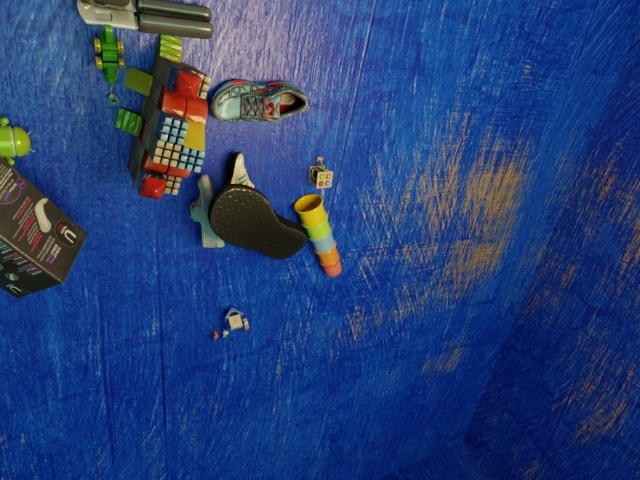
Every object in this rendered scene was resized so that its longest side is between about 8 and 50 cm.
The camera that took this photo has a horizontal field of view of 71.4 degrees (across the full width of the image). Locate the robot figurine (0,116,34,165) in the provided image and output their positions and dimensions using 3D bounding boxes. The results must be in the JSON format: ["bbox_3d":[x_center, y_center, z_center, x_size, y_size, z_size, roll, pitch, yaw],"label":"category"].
[{"bbox_3d":[-0.678,-0.209,0.945,0.115,0.067,0.101,-7,109,-28],"label":"robot figurine"}]

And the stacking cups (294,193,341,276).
[{"bbox_3d":[0.000,0.000,1.472,0.096,0.096,0.316,-29,130,-14],"label":"stacking cups"}]

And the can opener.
[{"bbox_3d":[-0.367,-0.487,0.951,0.281,0.093,0.074,-4,86,-31],"label":"can opener"}]

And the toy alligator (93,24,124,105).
[{"bbox_3d":[-0.464,-0.390,0.979,0.056,0.051,0.189,-9,145,-26],"label":"toy alligator"}]

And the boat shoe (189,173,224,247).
[{"bbox_3d":[-0.321,-0.072,1.236,0.081,0.079,0.227,-10,124,-10],"label":"boat shoe"}]

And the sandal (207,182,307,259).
[{"bbox_3d":[-0.189,-0.054,1.287,0.168,0.107,0.446,-38,153,6],"label":"sandal"}]

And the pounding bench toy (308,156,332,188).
[{"bbox_3d":[0.003,-0.209,1.363,0.052,0.065,0.083,-9,121,-27],"label":"pounding bench toy"}]

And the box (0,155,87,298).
[{"bbox_3d":[-0.678,-0.026,0.960,0.144,0.165,0.270,-17,133,16],"label":"box"}]

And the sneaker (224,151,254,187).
[{"bbox_3d":[-0.223,-0.175,1.255,0.075,0.057,0.161,-6,124,-32],"label":"sneaker"}]

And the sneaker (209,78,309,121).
[{"bbox_3d":[-0.150,-0.356,1.141,0.262,0.125,0.104,-17,125,-22],"label":"sneaker"}]

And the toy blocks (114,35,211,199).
[{"bbox_3d":[-0.337,-0.245,1.006,0.191,0.261,0.381,9,112,-35],"label":"toy blocks"}]

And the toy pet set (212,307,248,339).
[{"bbox_3d":[-0.302,0.273,1.487,0.122,0.065,0.114,-12,158,-22],"label":"toy pet set"}]
